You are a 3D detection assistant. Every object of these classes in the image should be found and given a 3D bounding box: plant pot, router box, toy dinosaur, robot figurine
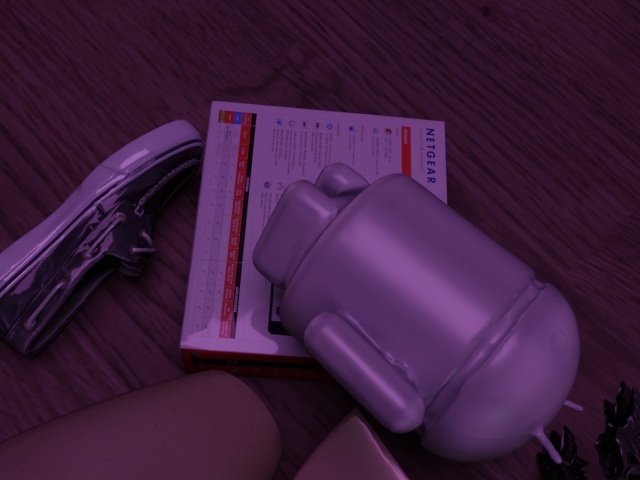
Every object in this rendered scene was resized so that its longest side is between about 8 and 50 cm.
[{"bbox_3d":[0.033,0.253,0.869,0.096,0.109,0.109,-35,70,-7],"label":"plant pot"},{"bbox_3d":[-0.171,0.249,0.787,0.256,0.256,0.274,43,48,16],"label":"plant pot"},{"bbox_3d":[0.000,0.000,1.005,0.301,0.082,0.335,5,62,-3],"label":"router box"},{"bbox_3d":[0.362,0.262,0.853,0.218,0.164,0.322,31,26,-2],"label":"toy dinosaur"},{"bbox_3d":[0.103,0.073,0.817,0.353,0.200,0.300,39,38,14],"label":"robot figurine"}]

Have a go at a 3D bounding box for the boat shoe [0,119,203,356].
[{"bbox_3d":[-0.248,0.000,0.976,0.119,0.121,0.335,44,77,8],"label":"boat shoe"}]
